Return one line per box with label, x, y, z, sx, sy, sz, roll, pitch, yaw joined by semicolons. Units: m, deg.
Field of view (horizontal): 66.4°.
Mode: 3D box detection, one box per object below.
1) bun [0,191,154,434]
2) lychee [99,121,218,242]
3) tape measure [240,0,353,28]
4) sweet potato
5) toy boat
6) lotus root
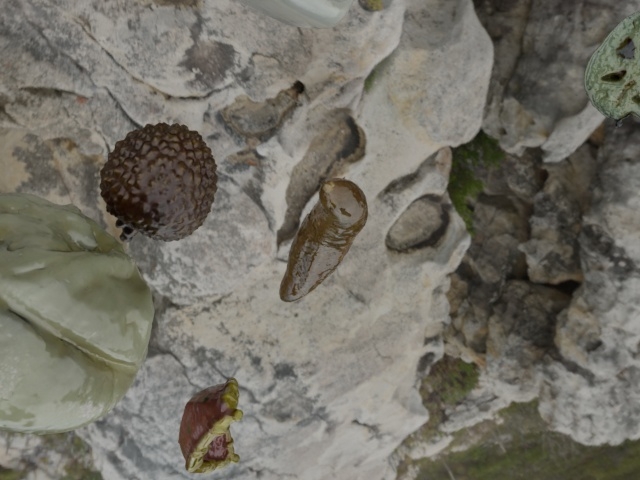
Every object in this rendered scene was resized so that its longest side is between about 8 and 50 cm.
bun;-0.379;0.073;0.675;0.219;0.365;0.365;-46;129;5
lychee;-0.278;-0.088;0.845;0.200;0.200;0.238;30;104;-37
tape measure;-0.036;-0.406;0.573;0.258;0.130;0.265;19;94;-58
sweet potato;0.003;-0.003;0.776;0.114;0.092;0.341;-42;169;-33
toy boat;-0.168;0.296;0.772;0.099;0.141;0.318;19;144;3
lotus root;0.567;-0.293;0.828;0.078;0.183;0.204;-26;159;-40
